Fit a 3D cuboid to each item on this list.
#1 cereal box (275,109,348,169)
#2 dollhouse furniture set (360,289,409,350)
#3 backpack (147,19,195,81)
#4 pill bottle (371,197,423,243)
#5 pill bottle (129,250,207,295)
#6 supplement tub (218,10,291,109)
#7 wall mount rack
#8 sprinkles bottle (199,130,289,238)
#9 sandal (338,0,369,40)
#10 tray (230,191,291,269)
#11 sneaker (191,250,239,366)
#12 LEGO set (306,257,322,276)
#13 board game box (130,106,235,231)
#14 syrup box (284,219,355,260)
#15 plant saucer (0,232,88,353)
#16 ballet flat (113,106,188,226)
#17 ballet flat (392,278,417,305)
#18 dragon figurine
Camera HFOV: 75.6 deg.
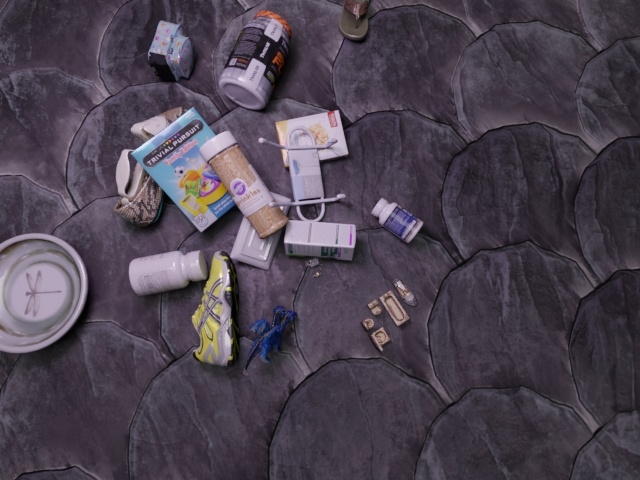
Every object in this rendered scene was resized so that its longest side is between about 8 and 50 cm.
[{"bbox_3d":[-0.032,-0.373,1.528,0.240,0.047,0.172,-13,87,-2],"label":"cereal box"},{"bbox_3d":[0.215,0.260,1.362,0.151,0.123,0.144,-32,79,-6],"label":"dollhouse furniture set"},{"bbox_3d":[-0.558,-0.721,1.565,0.145,0.166,0.188,4,81,1],"label":"backpack"},{"bbox_3d":[0.266,-0.074,1.447,0.169,0.094,0.094,36,81,8],"label":"pill bottle"},{"bbox_3d":[-0.512,0.105,1.405,0.229,0.131,0.131,-11,78,-1],"label":"pill bottle"},{"bbox_3d":[-0.233,-0.668,1.534,0.194,0.193,0.315,20,80,5],"label":"supplement tub"},{"bbox_3d":[-0.070,-0.229,1.401,0.304,0.130,0.349,-10,91,-28],"label":"wall mount rack"},{"bbox_3d":[-0.247,-0.179,1.361,0.121,0.121,0.355,-35,99,-6],"label":"sprinkles bottle"},{"bbox_3d":[0.140,-0.931,1.637,0.120,0.086,0.302,7,78,3],"label":"sandal"},{"bbox_3d":[-0.205,-0.044,1.450,0.145,0.030,0.270,20,82,-16],"label":"tray"},{"bbox_3d":[-0.353,0.222,1.372,0.147,0.145,0.384,-2,76,1],"label":"sneaker"},{"bbox_3d":[-0.017,0.085,1.454,0.054,0.023,0.083,-30,79,-5],"label":"LEGO set"},{"bbox_3d":[-0.426,-0.237,1.418,0.254,0.079,0.336,-42,110,-11],"label":"board game box"},{"bbox_3d":[0.000,0.000,1.427,0.237,0.093,0.096,5,60,2],"label":"syrup box"},{"bbox_3d":[-0.975,0.178,1.414,0.401,0.100,0.400,0,78,1],"label":"plant saucer"},{"bbox_3d":[-0.604,-0.294,1.457,0.164,0.182,0.482,7,77,36],"label":"ballet flat"},{"bbox_3d":[0.291,0.179,1.421,0.041,0.041,0.114,-37,80,-6],"label":"ballet flat"},{"bbox_3d":[-0.175,0.306,1.322,0.085,0.289,0.144,15,108,24],"label":"dragon figurine"}]
